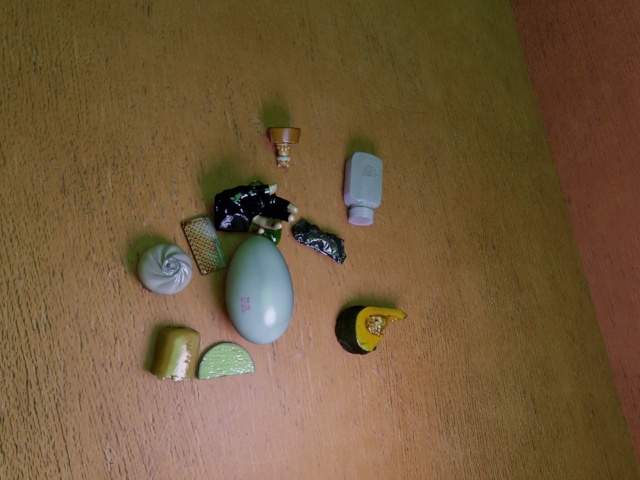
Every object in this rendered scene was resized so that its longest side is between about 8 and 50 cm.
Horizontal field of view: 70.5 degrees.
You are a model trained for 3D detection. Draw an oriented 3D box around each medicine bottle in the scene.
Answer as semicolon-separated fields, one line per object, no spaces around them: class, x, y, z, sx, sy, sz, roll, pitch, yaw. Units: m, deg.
medicine bottle;0.180;-0.218;1.920;0.161;0.111;0.296;12;70;-25

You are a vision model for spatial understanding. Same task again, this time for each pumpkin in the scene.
pumpkin;0.203;0.356;1.766;0.280;0.139;0.190;12;68;-24

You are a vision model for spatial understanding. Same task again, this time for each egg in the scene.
egg;-0.207;0.163;1.531;0.230;0.230;0.371;2;70;-29

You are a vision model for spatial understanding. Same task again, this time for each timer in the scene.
timer;-0.144;-0.365;1.783;0.132;0.132;0.152;-5;102;-30

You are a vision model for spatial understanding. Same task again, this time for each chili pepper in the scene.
chili pepper;-0.195;-0.106;1.695;0.100;0.074;0.257;-12;78;13

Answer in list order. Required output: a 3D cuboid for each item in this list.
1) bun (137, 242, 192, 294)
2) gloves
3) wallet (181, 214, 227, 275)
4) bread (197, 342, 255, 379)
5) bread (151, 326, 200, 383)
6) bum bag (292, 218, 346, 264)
bun;-0.493;0.088;1.452;0.172;0.120;0.173;9;72;-30
gloves;-0.229;-0.114;1.595;0.301;0.152;0.197;9;116;2
wallet;-0.403;0.016;1.578;0.103;0.020;0.197;-20;88;-32
bread;-0.319;0.400;1.519;0.193;0.036;0.112;-1;73;-26
bread;-0.450;0.355;1.425;0.134;0.085;0.173;15;71;-26
bum bag;0.000;-0.001;1.783;0.248;0.069;0.102;31;40;-15
